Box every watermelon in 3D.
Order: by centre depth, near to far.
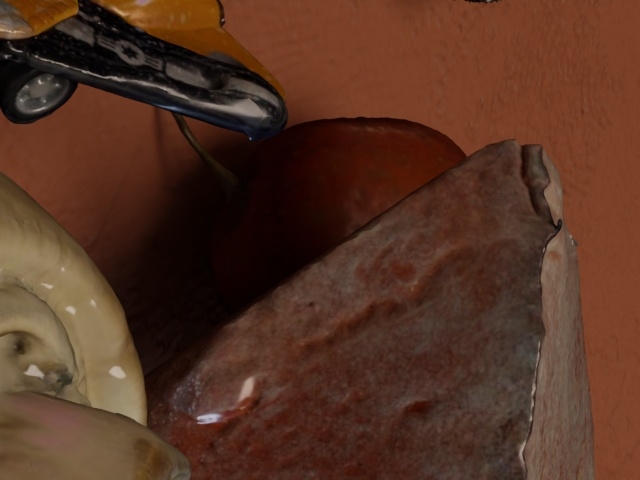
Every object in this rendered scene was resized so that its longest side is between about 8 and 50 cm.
[{"bbox_3d":[0.035,0.110,0.869,0.292,0.283,0.250,-56,172,-9],"label":"watermelon"}]

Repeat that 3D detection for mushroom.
[{"bbox_3d":[-0.154,0.092,0.665,0.260,0.234,0.254,30,77,-52],"label":"mushroom"}]

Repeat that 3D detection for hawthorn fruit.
[{"bbox_3d":[0.000,0.000,0.939,0.203,0.162,0.162,19,82,-33],"label":"hawthorn fruit"}]

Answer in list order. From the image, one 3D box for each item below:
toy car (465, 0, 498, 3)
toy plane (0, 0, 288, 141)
[{"bbox_3d":[0.113,-0.193,1.102,0.165,0.062,0.071,-28,118,-48],"label":"toy car"},{"bbox_3d":[-0.171,-0.103,0.708,0.316,0.204,0.103,-13,148,-36],"label":"toy plane"}]
